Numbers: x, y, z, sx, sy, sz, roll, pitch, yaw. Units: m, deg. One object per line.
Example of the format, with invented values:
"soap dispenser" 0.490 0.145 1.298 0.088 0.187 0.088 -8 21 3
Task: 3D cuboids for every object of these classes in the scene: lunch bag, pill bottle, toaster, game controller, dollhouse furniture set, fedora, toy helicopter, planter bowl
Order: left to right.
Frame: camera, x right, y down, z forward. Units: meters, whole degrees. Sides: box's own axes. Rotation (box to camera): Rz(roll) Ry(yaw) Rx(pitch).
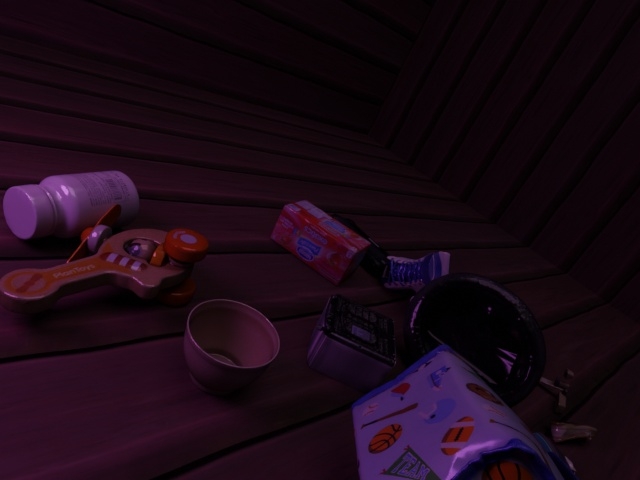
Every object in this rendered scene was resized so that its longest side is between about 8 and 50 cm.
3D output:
"pill bottle" -0.512 -0.074 0.926 0.131 0.131 0.229 34 25 16
"toy helicopter" -0.401 0.039 0.817 0.235 0.140 0.355 34 27 20
"planter bowl" -0.165 0.196 0.768 0.162 0.109 0.162 22 24 -10
"toaster" 0.064 0.214 0.962 0.186 0.110 0.168 26 24 -4
"game controller" 0.145 0.015 1.525 0.319 0.067 0.167 46 16 35
"fedora" 0.366 0.249 1.096 0.334 0.334 0.152 36 -7 19
"lunch bag" 0.237 0.374 0.574 0.385 0.239 0.328 55 5 -1
"dollhouse furniture set" 0.636 0.405 1.219 0.081 0.090 0.114 21 23 25

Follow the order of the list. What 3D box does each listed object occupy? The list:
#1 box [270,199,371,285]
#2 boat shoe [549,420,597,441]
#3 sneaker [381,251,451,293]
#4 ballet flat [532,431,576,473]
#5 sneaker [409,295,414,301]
"box" 0.000 0.000 1.309 0.257 0.122 0.128 34 26 16
"boat shoe" 0.626 0.477 1.096 0.153 0.048 0.056 18 -19 -29
"sneaker" 0.274 0.108 1.313 0.183 0.127 0.315 7 -10 6
"ballet flat" 0.493 0.491 0.898 0.074 0.074 0.203 19 31 -17
"sneaker" 0.310 0.219 1.265 0.086 0.064 0.192 21 19 -13
